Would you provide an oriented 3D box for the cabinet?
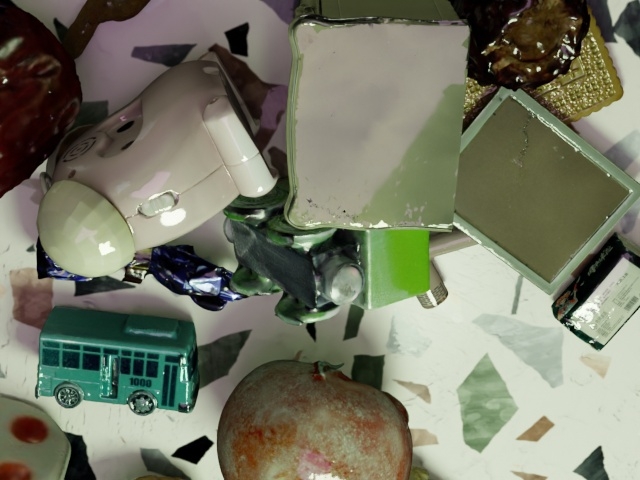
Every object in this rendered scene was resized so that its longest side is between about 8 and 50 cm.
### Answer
[{"bbox_3d":[0.063,-0.207,1.647,0.227,0.318,0.290,1,115,-3],"label":"cabinet"}]

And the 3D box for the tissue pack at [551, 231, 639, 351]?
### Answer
[{"bbox_3d":[0.462,0.083,1.903,0.103,0.090,0.170,33,108,-14],"label":"tissue pack"}]

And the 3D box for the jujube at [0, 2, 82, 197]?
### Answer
[{"bbox_3d":[-0.511,-0.169,1.647,0.376,0.258,0.258,-36,112,-15],"label":"jujube"}]

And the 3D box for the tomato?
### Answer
[{"bbox_3d":[-0.009,0.323,1.883,0.316,0.316,0.282,26,79,-11],"label":"tomato"}]

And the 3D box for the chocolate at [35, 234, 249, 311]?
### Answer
[{"bbox_3d":[-0.270,0.035,1.868,0.343,0.126,0.148,13,152,-9],"label":"chocolate"}]

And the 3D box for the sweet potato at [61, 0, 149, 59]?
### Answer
[{"bbox_3d":[-0.299,-0.347,1.714,0.269,0.075,0.075,-39,109,19],"label":"sweet potato"}]

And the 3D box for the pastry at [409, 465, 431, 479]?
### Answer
[{"bbox_3d":[0.116,0.496,2.063,0.257,0.121,0.236,32,116,-32],"label":"pastry"}]

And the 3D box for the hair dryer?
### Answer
[{"bbox_3d":[0.214,-0.020,1.875,0.220,0.053,0.195,-28,111,10],"label":"hair dryer"}]

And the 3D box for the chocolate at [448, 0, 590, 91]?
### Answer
[{"bbox_3d":[0.286,-0.308,1.655,0.206,0.177,0.224,30,102,-5],"label":"chocolate"}]

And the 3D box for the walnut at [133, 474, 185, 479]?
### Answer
[{"bbox_3d":[-0.287,0.525,2.028,0.225,0.225,0.261,3,109,-2],"label":"walnut"}]

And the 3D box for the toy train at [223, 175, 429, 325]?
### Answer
[{"bbox_3d":[0.000,0.000,1.752,0.249,0.307,0.173,-18,116,-31],"label":"toy train"}]

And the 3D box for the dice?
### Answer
[{"bbox_3d":[-0.579,0.453,1.940,0.277,0.304,0.304,15,113,-6],"label":"dice"}]

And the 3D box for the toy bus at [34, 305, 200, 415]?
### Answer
[{"bbox_3d":[-0.323,0.192,1.924,0.256,0.128,0.147,6,112,-1],"label":"toy bus"}]

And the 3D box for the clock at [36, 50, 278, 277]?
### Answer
[{"bbox_3d":[-0.246,-0.105,1.685,0.326,0.342,0.184,-30,110,5],"label":"clock"}]

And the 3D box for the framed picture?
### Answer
[{"bbox_3d":[0.322,-0.077,1.833,0.293,0.018,0.231,35,105,-17],"label":"framed picture"}]

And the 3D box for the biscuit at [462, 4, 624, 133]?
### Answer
[{"bbox_3d":[0.316,-0.235,1.793,0.254,0.029,0.172,-24,113,11],"label":"biscuit"}]
